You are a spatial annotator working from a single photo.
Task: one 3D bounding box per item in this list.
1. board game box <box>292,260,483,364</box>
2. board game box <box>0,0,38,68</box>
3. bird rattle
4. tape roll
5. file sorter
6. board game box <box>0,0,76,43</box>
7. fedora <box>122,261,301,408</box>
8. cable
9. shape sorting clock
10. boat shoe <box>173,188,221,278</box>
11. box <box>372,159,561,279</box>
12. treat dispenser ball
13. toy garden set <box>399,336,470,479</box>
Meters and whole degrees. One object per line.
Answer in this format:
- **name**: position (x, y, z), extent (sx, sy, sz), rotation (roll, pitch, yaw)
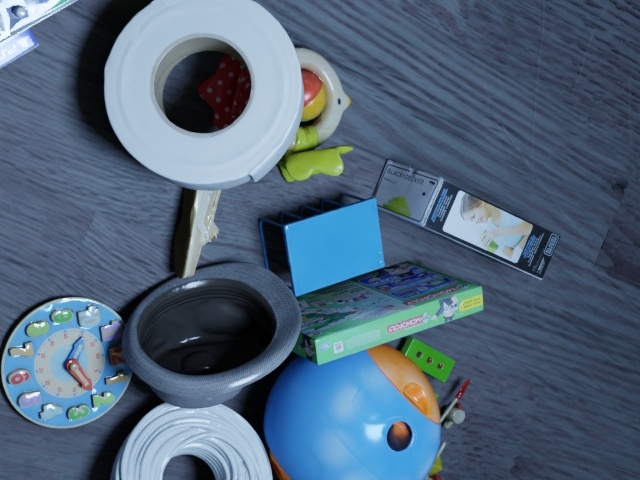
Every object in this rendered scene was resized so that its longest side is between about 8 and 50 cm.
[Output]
- **board game box**: position (0.075, 0.112, 2.098), extent (0.317, 0.213, 0.046), rotation (-15, 109, -27)
- **board game box**: position (-0.550, -0.323, 1.657), extent (0.232, 0.141, 0.291), rotation (-37, 117, -19)
- **bird rattle**: position (-0.058, -0.211, 2.025), extent (0.253, 0.143, 0.207), rotation (45, 65, -18)
- **tape roll**: position (-0.164, -0.214, 1.858), extent (0.286, 0.100, 0.286), rotation (0, 86, 1)
- **file sorter**: position (0.000, 0.000, 2.090), extent (0.170, 0.104, 0.118), rotation (-18, 110, -27)
- **board game box**: position (-0.477, -0.411, 1.566), extent (0.390, 0.050, 0.390), rotation (-35, 116, -20)
- **fedora**: position (-0.168, 0.165, 1.986), extent (0.275, 0.244, 0.124), rotation (-28, 144, -27)
- **cable**: position (-0.200, 0.378, 2.012), extent (0.257, 0.089, 0.257), rotation (10, 69, -19)
- **shape sorting clock**: position (-0.378, 0.185, 1.941), extent (0.206, 0.040, 0.206), rotation (-8, 105, -30)
- **boat shoe**: position (-0.185, -0.022, 1.996), extent (0.059, 0.063, 0.170), rotation (9, 94, -30)
- **box**: position (0.247, -0.035, 2.198), extent (0.290, 0.169, 0.087), rotation (23, 91, -35)
- **treat dispenser ball**: position (0.051, 0.301, 2.082), extent (0.288, 0.288, 0.288), rotation (-8, 105, -30)
- **toy garden set**: position (0.170, 0.318, 2.305), extent (0.204, 0.049, 0.244), rotation (31, 84, -31)
